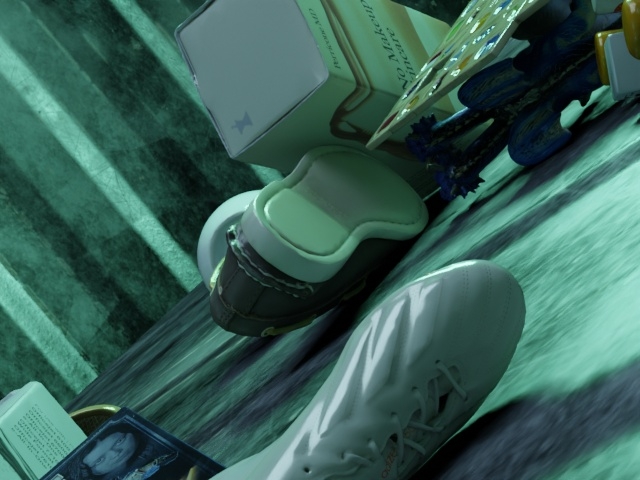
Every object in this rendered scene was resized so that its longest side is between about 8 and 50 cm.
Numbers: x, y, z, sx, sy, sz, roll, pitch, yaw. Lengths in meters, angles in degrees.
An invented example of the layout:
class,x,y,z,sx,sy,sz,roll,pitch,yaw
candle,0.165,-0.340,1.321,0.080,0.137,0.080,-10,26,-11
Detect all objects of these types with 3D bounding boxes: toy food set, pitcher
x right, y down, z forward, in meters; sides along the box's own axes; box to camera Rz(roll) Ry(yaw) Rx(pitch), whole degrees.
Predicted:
class,x,y,z,sx,sy,sz,roll,pitch,yaw
toy food set,0.237,-0.159,1.083,0.104,0.111,0.232,-9,-4,5
pitcher,-0.028,0.005,1.664,0.177,0.125,0.207,-24,-6,7

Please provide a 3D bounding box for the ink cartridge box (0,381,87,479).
class,x,y,z,sx,sy,sz,roll,pitch,yaw
ink cartridge box,-0.263,0.238,1.079,0.223,0.129,0.307,-40,4,10

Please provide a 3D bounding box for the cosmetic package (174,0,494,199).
class,x,y,z,sx,sy,sz,roll,pitch,yaw
cosmetic package,0.025,-0.145,1.553,0.129,0.153,0.296,-38,-26,28

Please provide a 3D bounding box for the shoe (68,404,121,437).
class,x,y,z,sx,sy,sz,roll,pitch,yaw
shoe,-0.257,0.221,1.594,0.219,0.076,0.058,-41,8,22

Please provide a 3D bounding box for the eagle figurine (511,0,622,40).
class,x,y,z,sx,sy,sz,roll,pitch,yaw
eagle figurine,0.291,-0.307,1.452,0.226,0.225,0.298,-9,-41,-52

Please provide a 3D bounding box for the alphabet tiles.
class,x,y,z,sx,sy,sz,roll,pitch,yaw
alphabet tiles,0.141,-0.180,1.333,0.198,0.009,0.237,-54,11,-31

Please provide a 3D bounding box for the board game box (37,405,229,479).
class,x,y,z,sx,sy,sz,roll,pitch,yaw
board game box,-0.152,0.193,0.835,0.243,0.042,0.165,-41,22,-16

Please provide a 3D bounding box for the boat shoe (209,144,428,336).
class,x,y,z,sx,sy,sz,roll,pitch,yaw
boat shoe,0.000,0.000,1.400,0.097,0.116,0.324,-55,-8,22

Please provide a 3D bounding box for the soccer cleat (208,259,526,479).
class,x,y,z,sx,sy,sz,roll,pitch,yaw
soccer cleat,0.015,0.087,0.692,0.196,0.068,0.076,-41,19,0

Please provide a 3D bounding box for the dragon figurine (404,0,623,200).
class,x,y,z,sx,sy,sz,roll,pitch,yaw
dragon figurine,0.167,-0.115,1.285,0.144,0.085,0.289,-42,4,-25
